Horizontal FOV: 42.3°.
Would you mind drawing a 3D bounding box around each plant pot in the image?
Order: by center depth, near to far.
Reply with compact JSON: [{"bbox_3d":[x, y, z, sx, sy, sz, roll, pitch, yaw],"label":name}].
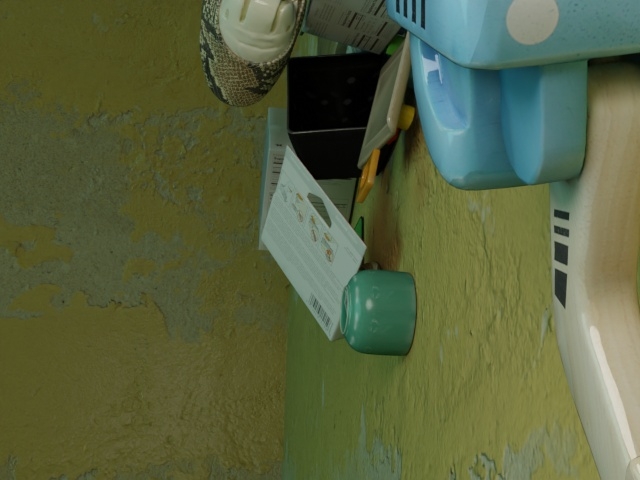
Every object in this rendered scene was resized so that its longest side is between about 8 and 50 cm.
[{"bbox_3d":[0.039,-0.211,1.494,0.167,0.188,0.188,85,-178,-54],"label":"plant pot"}]

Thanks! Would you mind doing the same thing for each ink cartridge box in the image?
[{"bbox_3d":[0.000,0.000,1.466,0.275,0.060,0.239,54,141,33],"label":"ink cartridge box"}]

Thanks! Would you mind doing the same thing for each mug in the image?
[{"bbox_3d":[0.080,0.112,1.269,0.158,0.097,0.130,117,156,-71],"label":"mug"}]

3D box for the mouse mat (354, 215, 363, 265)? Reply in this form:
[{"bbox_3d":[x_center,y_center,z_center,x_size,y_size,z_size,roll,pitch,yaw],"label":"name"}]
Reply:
[{"bbox_3d":[0.072,0.061,1.708,0.153,0.007,0.190,112,159,-68],"label":"mouse mat"}]

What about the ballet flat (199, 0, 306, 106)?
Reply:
[{"bbox_3d":[-0.071,-0.430,1.255,0.182,0.164,0.483,-124,52,-68],"label":"ballet flat"}]

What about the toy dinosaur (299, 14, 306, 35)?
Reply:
[{"bbox_3d":[0.033,-0.594,1.938,0.118,0.064,0.268,2,-61,-61],"label":"toy dinosaur"}]

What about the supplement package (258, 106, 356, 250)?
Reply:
[{"bbox_3d":[-0.032,-0.132,1.864,0.199,0.198,0.263,-96,12,-55],"label":"supplement package"}]

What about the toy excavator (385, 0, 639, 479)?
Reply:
[{"bbox_3d":[0.163,-0.065,0.512,0.433,0.222,0.445,-105,6,-66],"label":"toy excavator"}]

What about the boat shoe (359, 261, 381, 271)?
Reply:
[{"bbox_3d":[0.064,0.075,1.511,0.190,0.072,0.068,134,139,-78],"label":"boat shoe"}]

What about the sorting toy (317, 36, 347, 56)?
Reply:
[{"bbox_3d":[0.055,-0.436,1.777,0.257,0.089,0.256,109,163,-62],"label":"sorting toy"}]

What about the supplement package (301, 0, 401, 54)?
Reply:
[{"bbox_3d":[0.076,-0.435,1.278,0.262,0.145,0.204,164,121,-81],"label":"supplement package"}]

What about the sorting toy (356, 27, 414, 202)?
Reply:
[{"bbox_3d":[0.115,-0.213,1.275,0.196,0.047,0.348,128,157,-73],"label":"sorting toy"}]

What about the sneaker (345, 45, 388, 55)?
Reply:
[{"bbox_3d":[0.089,-0.350,1.548,0.085,0.086,0.237,-57,-15,-17],"label":"sneaker"}]
